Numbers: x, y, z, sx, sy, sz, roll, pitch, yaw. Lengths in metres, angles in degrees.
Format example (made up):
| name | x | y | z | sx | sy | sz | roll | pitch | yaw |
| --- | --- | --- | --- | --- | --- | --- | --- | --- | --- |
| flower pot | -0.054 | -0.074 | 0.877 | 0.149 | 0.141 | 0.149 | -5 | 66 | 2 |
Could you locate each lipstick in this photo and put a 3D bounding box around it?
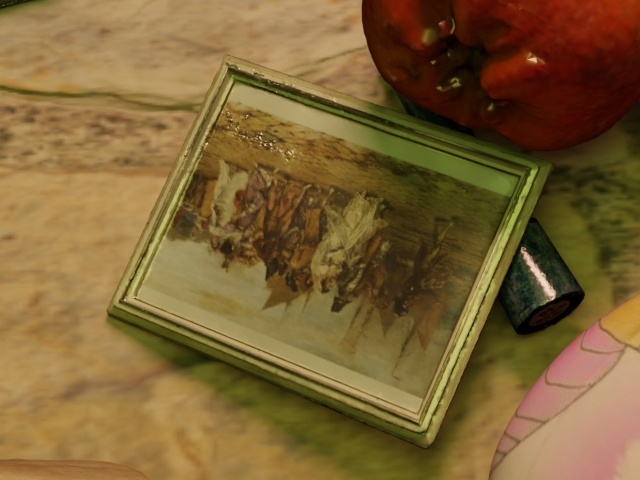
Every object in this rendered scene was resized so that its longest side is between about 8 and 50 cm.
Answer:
| name | x | y | z | sx | sy | sz | roll | pitch | yaw |
| --- | --- | --- | --- | --- | --- | --- | --- | --- | --- |
| lipstick | 0.101 | -0.044 | 1.362 | 0.053 | 0.053 | 0.234 | -31 | 68 | 1 |

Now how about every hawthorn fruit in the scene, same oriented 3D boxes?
| name | x | y | z | sx | sy | sz | roll | pitch | yaw |
| --- | --- | --- | --- | --- | --- | --- | --- | --- | --- |
| hawthorn fruit | 0.171 | -0.192 | 1.311 | 0.299 | 0.211 | 0.211 | -42 | 71 | -18 |

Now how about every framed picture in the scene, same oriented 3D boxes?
| name | x | y | z | sx | sy | sz | roll | pitch | yaw |
| --- | --- | --- | --- | --- | --- | --- | --- | --- | --- |
| framed picture | 0.000 | 0.000 | 1.353 | 0.274 | 0.017 | 0.217 | 19 | 82 | 25 |

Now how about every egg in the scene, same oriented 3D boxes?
| name | x | y | z | sx | sy | sz | roll | pitch | yaw |
| --- | --- | --- | --- | --- | --- | --- | --- | --- | --- |
| egg | 0.221 | 0.126 | 1.212 | 0.196 | 0.196 | 0.271 | 30 | 86 | 17 |

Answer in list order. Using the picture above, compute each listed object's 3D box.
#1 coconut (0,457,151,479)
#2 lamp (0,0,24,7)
| name | x | y | z | sx | sy | sz | roll | pitch | yaw |
| --- | --- | --- | --- | --- | --- | --- | --- | --- | --- |
| coconut | -0.193 | 0.262 | 1.177 | 0.328 | 0.329 | 0.329 | -3 | 74 | 10 |
| lamp | -0.278 | -0.313 | 1.472 | 0.203 | 0.124 | 0.283 | -6 | 76 | -1 |
